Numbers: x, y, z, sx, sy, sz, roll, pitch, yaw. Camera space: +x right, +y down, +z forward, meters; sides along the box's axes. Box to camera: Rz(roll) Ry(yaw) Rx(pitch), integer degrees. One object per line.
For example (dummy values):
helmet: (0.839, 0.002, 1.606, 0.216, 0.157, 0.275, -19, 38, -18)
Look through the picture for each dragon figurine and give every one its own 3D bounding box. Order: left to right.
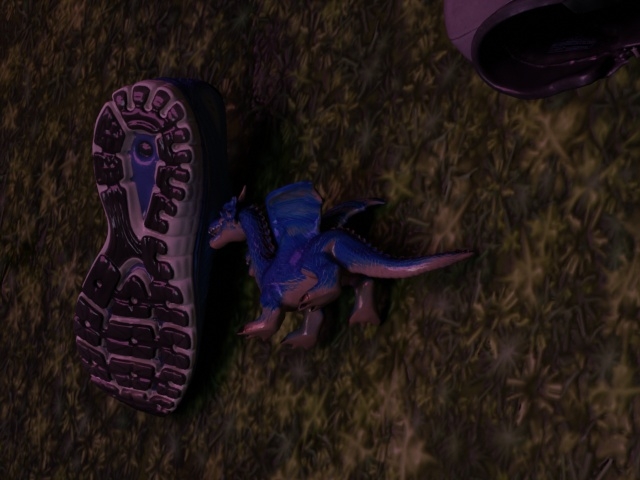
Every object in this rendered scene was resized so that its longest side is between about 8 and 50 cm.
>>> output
dragon figurine: (0.000, 0.000, 1.448, 0.289, 0.085, 0.144, -28, 57, 50)

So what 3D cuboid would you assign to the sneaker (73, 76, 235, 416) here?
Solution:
sneaker: (-0.131, 0.007, 1.619, 0.130, 0.147, 0.330, 19, 113, 22)

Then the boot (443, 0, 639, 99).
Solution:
boot: (0.155, -0.162, 1.151, 0.338, 0.118, 0.223, -26, 13, 50)
